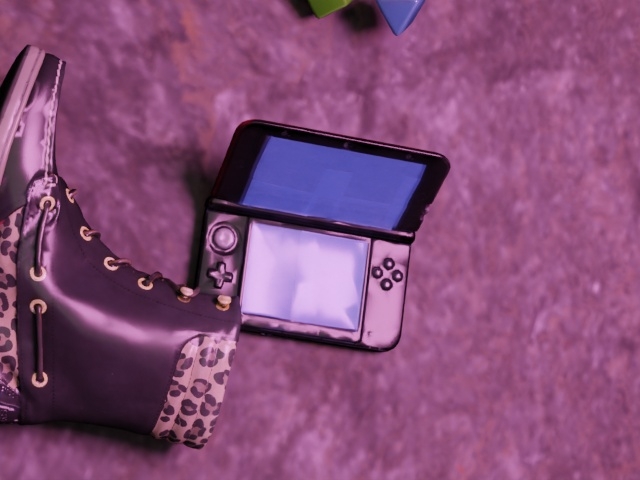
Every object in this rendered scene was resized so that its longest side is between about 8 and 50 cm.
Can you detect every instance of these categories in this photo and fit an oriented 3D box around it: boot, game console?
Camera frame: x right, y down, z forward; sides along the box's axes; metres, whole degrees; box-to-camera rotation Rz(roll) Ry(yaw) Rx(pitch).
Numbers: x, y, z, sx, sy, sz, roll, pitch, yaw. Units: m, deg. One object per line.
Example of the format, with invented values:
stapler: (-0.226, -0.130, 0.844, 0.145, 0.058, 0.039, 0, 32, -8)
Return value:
boot: (-0.136, 0.010, 1.128, 0.179, 0.085, 0.236, 12, 85, -14)
game console: (0.000, 0.000, 1.168, 0.144, 0.085, 0.124, 10, 79, -14)

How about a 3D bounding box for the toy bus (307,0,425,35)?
toy bus: (0.042, -0.262, 1.211, 0.202, 0.191, 0.104, 49, 29, -5)
